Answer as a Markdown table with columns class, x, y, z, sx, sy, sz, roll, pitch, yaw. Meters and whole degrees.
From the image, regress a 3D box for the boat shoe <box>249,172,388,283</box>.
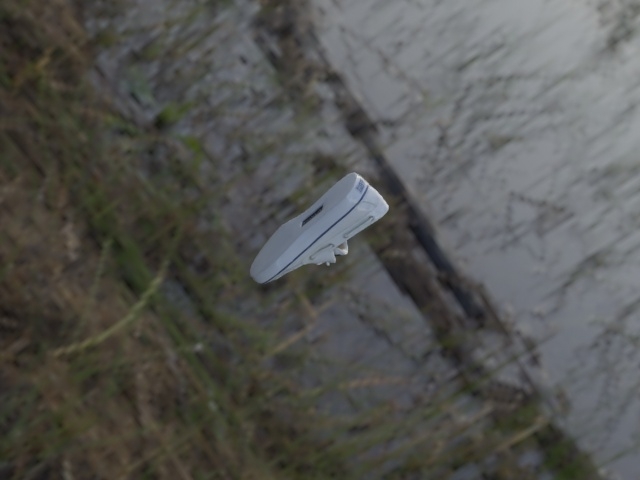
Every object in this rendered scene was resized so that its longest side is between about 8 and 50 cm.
| class | x | y | z | sx | sy | sz | roll | pitch | yaw |
| --- | --- | --- | --- | --- | --- | --- | --- | --- | --- |
| boat shoe | 0.000 | 0.000 | 1.034 | 0.035 | 0.100 | 0.035 | 39 | 30 | -20 |
